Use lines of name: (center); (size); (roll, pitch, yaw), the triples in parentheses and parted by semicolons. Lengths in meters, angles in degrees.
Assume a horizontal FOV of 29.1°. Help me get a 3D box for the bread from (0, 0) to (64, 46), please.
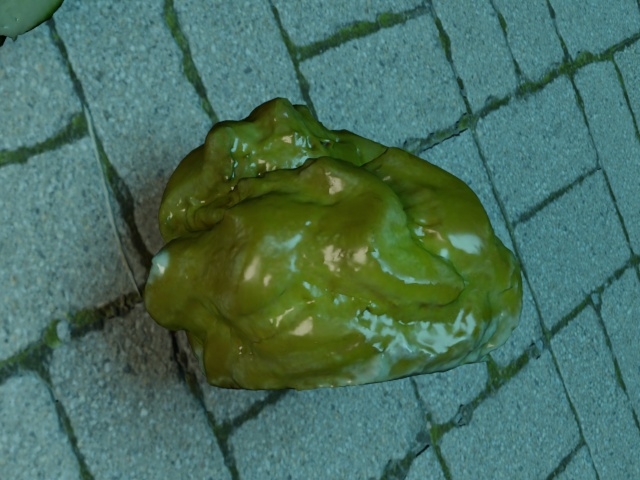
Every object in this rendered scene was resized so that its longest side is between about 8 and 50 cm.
bread: (-0.333, -0.321, 0.997); (0.366, 0.129, 0.382); (-62, 145, -42)

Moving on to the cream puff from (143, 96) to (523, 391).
cream puff: (0.000, 0.000, 1.184); (0.378, 0.378, 0.275); (-1, 87, -49)
